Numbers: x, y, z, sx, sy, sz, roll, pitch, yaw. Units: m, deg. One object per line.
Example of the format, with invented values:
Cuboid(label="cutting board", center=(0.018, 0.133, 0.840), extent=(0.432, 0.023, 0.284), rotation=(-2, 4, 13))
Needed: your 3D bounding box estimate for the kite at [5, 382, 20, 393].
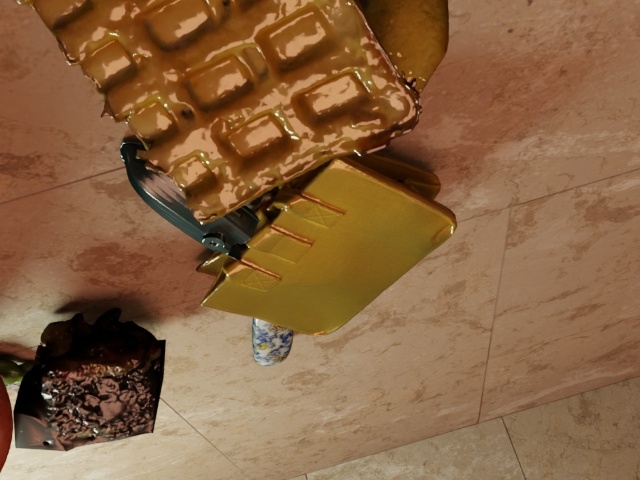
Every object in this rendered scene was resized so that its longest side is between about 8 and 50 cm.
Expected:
Cuboid(label="kite", center=(-0.594, 0.301, 1.544), extent=(0.152, 0.005, 0.137), rotation=(12, 142, -40))

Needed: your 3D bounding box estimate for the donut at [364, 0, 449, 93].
Cuboid(label="donut", center=(0.049, -0.207, 0.873), extent=(0.259, 0.152, 0.101), rotation=(-34, 138, 24))

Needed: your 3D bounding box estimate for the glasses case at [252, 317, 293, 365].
Cuboid(label="glasses case", center=(-0.102, 0.199, 1.554), extent=(0.086, 0.065, 0.248), rotation=(-12, 149, -12))

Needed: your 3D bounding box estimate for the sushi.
Cuboid(label="sushi", center=(-0.405, 0.237, 1.323), extent=(0.227, 0.215, 0.213), rotation=(5, 120, -7))

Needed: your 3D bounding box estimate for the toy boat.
Cuboid(label="toy boat", center=(-0.191, -0.069, 1.061), extent=(0.092, 0.103, 0.246), rotation=(-19, 139, 32))

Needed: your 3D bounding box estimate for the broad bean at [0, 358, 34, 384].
Cuboid(label="broad bean", center=(-0.596, 0.254, 1.415), extent=(0.213, 0.048, 0.070), rotation=(20, 176, -36))

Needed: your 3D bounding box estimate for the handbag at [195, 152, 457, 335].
Cuboid(label="handbag", center=(0.000, 0.000, 1.223), extent=(0.283, 0.133, 0.401), rotation=(16, 137, -35))

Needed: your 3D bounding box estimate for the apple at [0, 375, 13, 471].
Cuboid(label="apple", center=(-0.683, 0.299, 1.151), extent=(0.363, 0.364, 0.364), rotation=(-12, 150, -7))

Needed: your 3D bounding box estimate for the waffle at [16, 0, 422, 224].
Cuboid(label="waffle", center=(-0.096, -0.204, 0.747), extent=(0.304, 0.077, 0.348), rotation=(-26, 119, 13))
